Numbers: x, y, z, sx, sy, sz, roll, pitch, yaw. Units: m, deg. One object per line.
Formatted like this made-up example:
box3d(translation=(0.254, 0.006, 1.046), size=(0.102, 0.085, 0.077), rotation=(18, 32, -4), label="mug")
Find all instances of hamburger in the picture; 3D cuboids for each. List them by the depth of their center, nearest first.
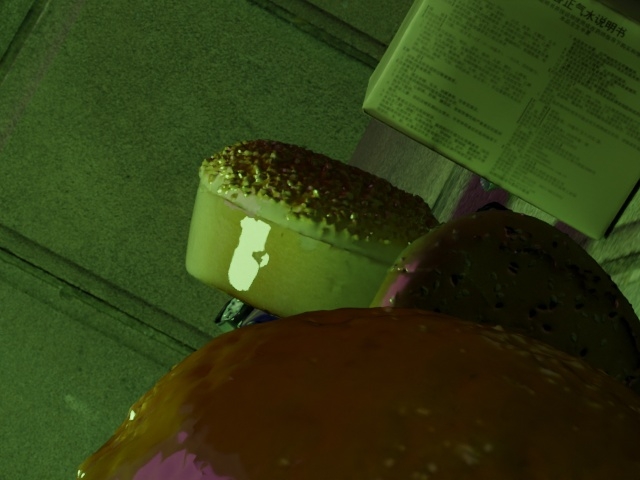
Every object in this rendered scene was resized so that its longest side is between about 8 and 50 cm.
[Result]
box3d(translation=(0.115, 0.075, 1.166), size=(0.113, 0.177, 0.185), rotation=(139, 116, -75), label="hamburger")
box3d(translation=(0.000, 0.000, 1.954), size=(0.302, 0.302, 0.170), rotation=(-141, 70, -84), label="hamburger")

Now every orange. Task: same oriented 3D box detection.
box3d(translation=(0.015, 0.187, 0.793), size=(0.340, 0.293, 0.340), rotation=(-59, 6, 10), label="orange")

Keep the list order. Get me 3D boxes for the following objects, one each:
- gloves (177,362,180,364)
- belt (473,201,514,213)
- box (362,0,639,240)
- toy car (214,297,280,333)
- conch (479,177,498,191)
box3d(translation=(-0.152, 0.284, 2.252), size=(0.203, 0.155, 0.356), rotation=(-101, 24, -69), label="gloves")
box3d(translation=(0.131, 0.053, 1.548), size=(0.151, 0.078, 0.198), rotation=(-57, 8, 22), label="belt")
box3d(translation=(0.162, -0.128, 1.443), size=(0.168, 0.212, 0.095), rotation=(-59, 5, 21), label="box")
box3d(translation=(-0.009, 0.112, 2.152), size=(0.158, 0.172, 0.235), rotation=(-45, 15, 17), label="toy car")
box3d(translation=(0.184, -0.088, 1.883), size=(0.085, 0.057, 0.076), rotation=(92, 180, -56), label="conch")
